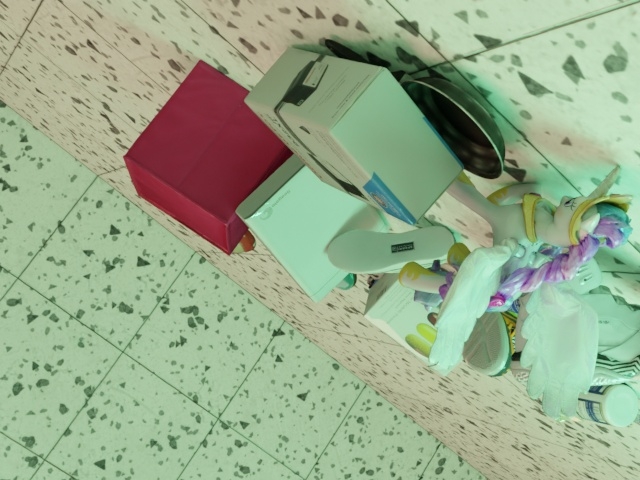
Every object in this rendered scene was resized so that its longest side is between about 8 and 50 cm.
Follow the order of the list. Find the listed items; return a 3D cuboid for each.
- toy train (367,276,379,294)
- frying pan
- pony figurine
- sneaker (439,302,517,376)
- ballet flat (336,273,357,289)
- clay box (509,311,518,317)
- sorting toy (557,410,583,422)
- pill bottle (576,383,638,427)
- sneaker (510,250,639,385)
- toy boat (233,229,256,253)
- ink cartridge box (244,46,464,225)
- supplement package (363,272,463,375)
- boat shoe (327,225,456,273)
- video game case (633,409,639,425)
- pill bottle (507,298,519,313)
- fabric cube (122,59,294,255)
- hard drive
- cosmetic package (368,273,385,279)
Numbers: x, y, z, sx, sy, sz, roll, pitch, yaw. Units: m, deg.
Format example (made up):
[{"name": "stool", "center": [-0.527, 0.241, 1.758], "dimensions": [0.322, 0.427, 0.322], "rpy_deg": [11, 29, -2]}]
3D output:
[{"name": "toy train", "center": [0.203, 0.148, 2.283], "dimensions": [0.184, 0.080, 0.105], "rpy_deg": [39, 159, -17]}, {"name": "frying pan", "center": [0.157, -0.198, 1.338], "dimensions": [0.326, 0.053, 0.197], "rpy_deg": [37, 169, 39]}, {"name": "pony figurine", "center": [0.274, 0.045, 1.316], "dimensions": [0.303, 0.351, 0.363], "rpy_deg": [24, 176, -30]}, {"name": "sneaker", "center": [0.379, 0.198, 1.884], "dimensions": [0.180, 0.124, 0.321], "rpy_deg": [30, -160, -22]}, {"name": "ballet flat", "center": [0.000, 0.000, 2.233], "dimensions": [0.280, 0.095, 0.096], "rpy_deg": [49, -153, -16]}, {"name": "clay box", "center": [0.435, 0.136, 1.780], "dimensions": [0.222, 0.053, 0.127], "rpy_deg": [36, 167, 1]}, {"name": "sorting toy", "center": [0.664, 0.462, 2.350], "dimensions": [0.075, 0.045, 0.083], "rpy_deg": [23, 163, 12]}, {"name": "pill bottle", "center": [0.626, 0.363, 2.005], "dimensions": [0.094, 0.094, 0.169], "rpy_deg": [39, 165, -16]}, {"name": "sneaker", "center": [0.481, 0.114, 1.417], "dimensions": [0.365, 0.210, 0.137], "rpy_deg": [-6, -175, 13]}, {"name": "toy boat", "center": [-0.206, -0.082, 2.326], "dimensions": [0.151, 0.151, 0.231], "rpy_deg": [71, -176, -66]}, {"name": "ink cartridge box", "center": [0.044, -0.172, 1.403], "dimensions": [0.223, 0.129, 0.307], "rpy_deg": [44, 173, -32]}, {"name": "supplement package", "center": [0.241, 0.172, 2.060], "dimensions": [0.244, 0.139, 0.134], "rpy_deg": [36, -153, -8]}, {"name": "boat shoe", "center": [0.151, 0.023, 1.829], "dimensions": [0.267, 0.096, 0.088], "rpy_deg": [-10, 159, 17]}, {"name": "video game case", "center": [0.720, 0.402, 2.089], "dimensions": [0.122, 0.011, 0.087], "rpy_deg": [26, 163, 30]}, {"name": "pill bottle", "center": [0.392, 0.086, 1.598], "dimensions": [0.186, 0.112, 0.112], "rpy_deg": [16, 157, 51]}, {"name": "fabric cube", "center": [-0.218, -0.163, 1.850], "dimensions": [0.259, 0.258, 0.254], "rpy_deg": [33, 164, 4]}, {"name": "hard drive", "center": [-0.004, -0.038, 1.830], "dimensions": [0.047, 0.233, 0.353], "rpy_deg": [42, 173, 39]}, {"name": "cosmetic package", "center": [0.068, 0.003, 2.143], "dimensions": [0.239, 0.060, 0.099], "rpy_deg": [37, 164, -10]}]
